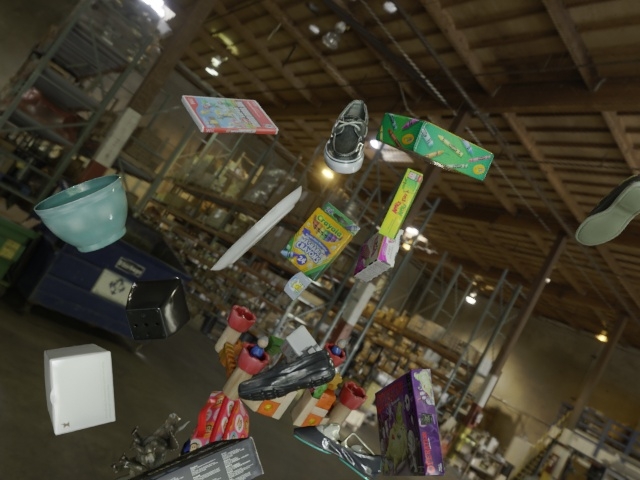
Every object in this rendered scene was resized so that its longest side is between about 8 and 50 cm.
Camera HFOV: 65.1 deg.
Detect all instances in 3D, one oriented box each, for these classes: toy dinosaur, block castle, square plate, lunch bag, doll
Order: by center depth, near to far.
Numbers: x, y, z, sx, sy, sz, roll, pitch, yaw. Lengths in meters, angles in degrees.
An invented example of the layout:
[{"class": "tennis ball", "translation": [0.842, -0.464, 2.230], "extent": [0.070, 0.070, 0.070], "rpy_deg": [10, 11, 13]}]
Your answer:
[{"class": "block castle", "translation": [-0.087, 0.388, 1.579], "extent": [0.453, 0.213, 0.303], "rpy_deg": [28, 13, -26]}, {"class": "toy dinosaur", "translation": [-0.562, 0.704, 1.608], "extent": [0.160, 0.314, 0.121], "rpy_deg": [35, -14, -22]}, {"class": "lunch bag", "translation": [-0.373, 0.701, 1.841], "extent": [0.120, 0.293, 0.258], "rpy_deg": [-9, -58, 15]}, {"class": "square plate", "translation": [-0.234, -0.038, 1.925], "extent": [0.049, 0.347, 0.344], "rpy_deg": [47, -50, -3]}, {"class": "doll", "translation": [-0.519, 0.815, 1.968], "extent": [0.046, 0.189, 0.129], "rpy_deg": [28, 35, -8]}]

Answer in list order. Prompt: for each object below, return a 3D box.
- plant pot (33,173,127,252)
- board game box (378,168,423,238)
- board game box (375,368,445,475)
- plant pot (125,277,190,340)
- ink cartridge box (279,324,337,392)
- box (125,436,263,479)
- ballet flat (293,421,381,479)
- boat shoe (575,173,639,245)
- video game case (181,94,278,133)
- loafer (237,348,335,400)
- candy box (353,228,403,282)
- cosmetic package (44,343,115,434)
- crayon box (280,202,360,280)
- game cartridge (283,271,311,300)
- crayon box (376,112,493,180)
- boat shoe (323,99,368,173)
[{"class": "plant pot", "translation": [-0.798, -0.082, 1.742], "extent": [0.293, 0.293, 0.196], "rpy_deg": [19, -48, 54]}, {"class": "board game box", "translation": [0.213, -0.093, 1.323], "extent": [0.043, 0.181, 0.092], "rpy_deg": [25, 4, 11]}, {"class": "board game box", "translation": [0.194, 0.434, 1.164], "extent": [0.056, 0.208, 0.347], "rpy_deg": [4, -26, -6]}, {"class": "plant pot", "translation": [-0.604, 0.262, 1.828], "extent": [0.187, 0.188, 0.167], "rpy_deg": [-4, 22, 5]}, {"class": "ink cartridge box", "translation": [-0.035, 0.309, 1.310], "extent": [0.150, 0.063, 0.109], "rpy_deg": [52, -27, 13]}, {"class": "box", "translation": [-0.365, 0.569, 1.133], "extent": [0.318, 0.394, 0.097], "rpy_deg": [-38, -110, 57]}, {"class": "ballet flat", "translation": [0.042, 0.437, 1.080], "extent": [0.203, 0.074, 0.074], "rpy_deg": [27, -9, 10]}, {"class": "boat shoe", "translation": [0.719, -0.071, 1.228], "extent": [0.081, 0.069, 0.228], "rpy_deg": [33, -38, 4]}, {"class": "video game case", "translation": [-0.313, -0.436, 1.745], "extent": [0.285, 0.025, 0.204], "rpy_deg": [-7, 47, -35]}, {"class": "loafer", "translation": [-0.078, 0.302, 1.128], "extent": [0.076, 0.223, 0.078], "rpy_deg": [85, -11, -55]}, {"class": "candy box", "translation": [0.217, 0.052, 1.920], "extent": [0.071, 0.159, 0.233], "rpy_deg": [25, -26, -11]}, {"class": "cosmetic package", "translation": [-0.705, 0.412, 1.448], "extent": [0.155, 0.197, 0.365], "rpy_deg": [-3, -4, -32]}, {"class": "crayon box", "translation": [0.000, 0.000, 2.280], "extent": [0.203, 0.323, 0.083], "rpy_deg": [40, -1, 13]}, {"class": "game cartridge", "translation": [-0.074, 0.140, 1.560], "extent": [0.056, 0.083, 0.017], "rpy_deg": [45, 10, 18]}, {"class": "crayon box", "translation": [0.308, -0.250, 1.347], "extent": [0.278, 0.081, 0.165], "rpy_deg": [14, 12, -35]}, {"class": "boat shoe", "translation": [0.078, -0.322, 1.501], "extent": [0.121, 0.335, 0.119], "rpy_deg": [8, -51, 2]}]
